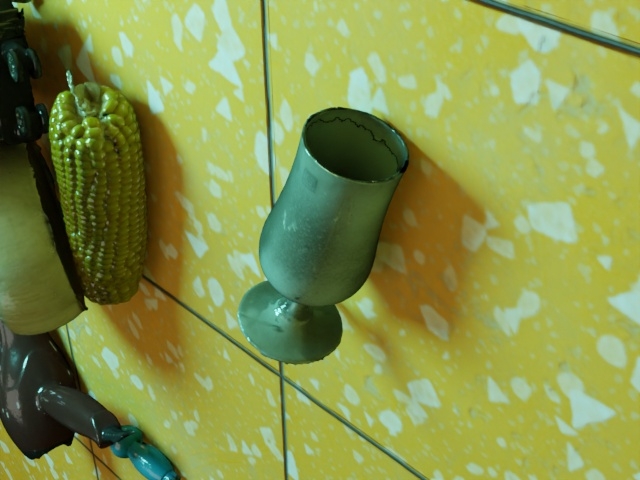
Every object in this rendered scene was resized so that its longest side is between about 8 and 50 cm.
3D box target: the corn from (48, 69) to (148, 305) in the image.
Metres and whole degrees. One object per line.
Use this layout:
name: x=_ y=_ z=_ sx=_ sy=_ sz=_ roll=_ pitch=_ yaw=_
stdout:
corn: x=-0.244 y=-0.047 z=1.152 sx=0.101 sy=0.101 sz=0.310 roll=35 pitch=140 yaw=33

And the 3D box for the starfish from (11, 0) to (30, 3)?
starfish: x=-0.342 y=-0.376 z=1.048 sx=0.375 sy=0.094 sz=0.327 roll=44 pitch=141 yaw=15

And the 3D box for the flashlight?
flashlight: x=-0.254 y=0.314 z=1.470 sx=0.129 sy=0.051 sz=0.051 roll=35 pitch=138 yaw=31

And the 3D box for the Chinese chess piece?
Chinese chess piece: x=-0.368 y=-0.008 z=1.258 sx=0.250 sy=0.103 sz=0.249 roll=162 pitch=90 yaw=-80

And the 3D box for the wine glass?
wine glass: x=0.000 y=0.000 z=0.870 sx=0.103 sy=0.103 sz=0.231 roll=45 pitch=140 yaw=21

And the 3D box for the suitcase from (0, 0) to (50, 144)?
suitcase: x=-0.513 y=-0.196 z=1.191 sx=0.434 sy=0.283 sz=0.194 roll=20 pitch=120 yaw=55

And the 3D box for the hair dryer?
hair dryer: x=-0.377 y=0.200 z=1.496 sx=0.340 sy=0.123 sz=0.312 roll=11 pitch=113 yaw=47
